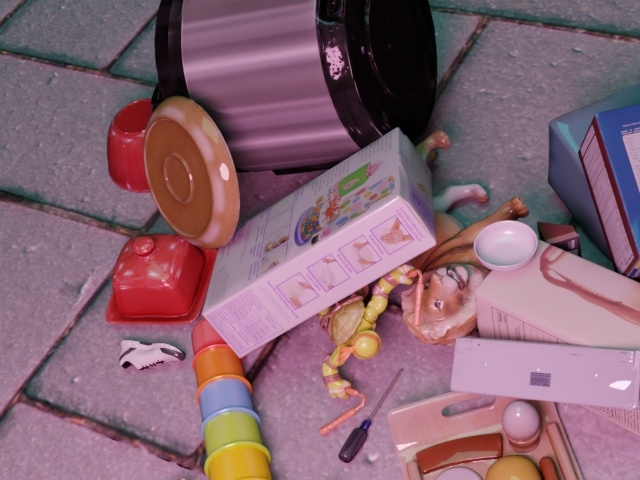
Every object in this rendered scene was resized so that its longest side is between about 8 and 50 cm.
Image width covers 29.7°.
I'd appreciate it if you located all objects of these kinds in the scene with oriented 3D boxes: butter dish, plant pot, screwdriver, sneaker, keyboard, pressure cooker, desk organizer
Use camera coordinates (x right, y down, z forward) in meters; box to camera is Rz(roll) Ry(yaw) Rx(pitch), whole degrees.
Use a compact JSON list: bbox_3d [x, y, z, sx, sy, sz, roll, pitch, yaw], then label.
[{"bbox_3d":[-0.257,0.041,1.865,0.160,0.118,0.160,0,49,16],"label":"butter dish"},{"bbox_3d":[-0.201,-0.096,1.792,0.032,0.236,0.236,-20,41,-35],"label":"plant pot"},{"bbox_3d":[0.073,0.239,1.657,0.024,0.025,0.170,15,46,29],"label":"screwdriver"},{"bbox_3d":[-0.251,0.175,1.801,0.109,0.040,0.043,1,65,22],"label":"sneaker"},{"bbox_3d":[0.276,0.164,1.509,0.256,0.014,0.072,1,85,37],"label":"keyboard"},{"bbox_3d":[0.454,-0.070,1.725,0.166,0.165,0.234,-23,58,-4],"label":"plant pot"},{"bbox_3d":[-0.062,-0.297,1.925,0.420,0.370,0.375,-4,87,28],"label":"pressure cooker"},{"bbox_3d":[0.337,0.027,1.689,0.047,0.130,0.050,-17,44,2],"label":"desk organizer"}]

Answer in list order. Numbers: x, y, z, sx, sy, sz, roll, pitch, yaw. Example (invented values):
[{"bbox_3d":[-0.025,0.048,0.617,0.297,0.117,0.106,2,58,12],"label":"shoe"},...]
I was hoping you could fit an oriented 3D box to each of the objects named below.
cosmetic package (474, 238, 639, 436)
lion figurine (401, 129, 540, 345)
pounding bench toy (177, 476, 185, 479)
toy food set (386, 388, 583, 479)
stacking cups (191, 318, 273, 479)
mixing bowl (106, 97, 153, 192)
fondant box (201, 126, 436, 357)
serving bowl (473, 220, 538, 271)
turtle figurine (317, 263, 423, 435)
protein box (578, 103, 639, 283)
[{"bbox_3d":[0.361,0.129,1.574,0.296,0.153,0.129,27,59,33],"label":"cosmetic package"},{"bbox_3d":[0.169,-0.003,1.787,0.240,0.142,0.392,-34,33,-4],"label":"lion figurine"},{"bbox_3d":[-0.179,0.366,1.592,0.052,0.083,0.065,-30,15,-14],"label":"pounding bench toy"},{"bbox_3d":[0.219,0.310,1.489,0.220,0.092,0.306,-16,45,2],"label":"toy food set"},{"bbox_3d":[-0.134,0.233,1.666,0.096,0.096,0.316,-19,46,-1],"label":"stacking cups"},{"bbox_3d":[-0.299,-0.181,2.097,0.181,0.098,0.181,-9,46,10],"label":"mixing bowl"},{"bbox_3d":[0.000,0.000,1.716,0.330,0.096,0.238,-32,21,18],"label":"fondant box"},{"bbox_3d":[0.245,0.012,1.593,0.083,0.027,0.083,-9,46,9],"label":"serving bowl"},{"bbox_3d":[0.037,0.119,1.682,0.269,0.087,0.217,-62,22,16],"label":"turtle figurine"},{"bbox_3d":[0.467,-0.070,1.567,0.200,0.136,0.201,-12,73,-1],"label":"protein box"}]
